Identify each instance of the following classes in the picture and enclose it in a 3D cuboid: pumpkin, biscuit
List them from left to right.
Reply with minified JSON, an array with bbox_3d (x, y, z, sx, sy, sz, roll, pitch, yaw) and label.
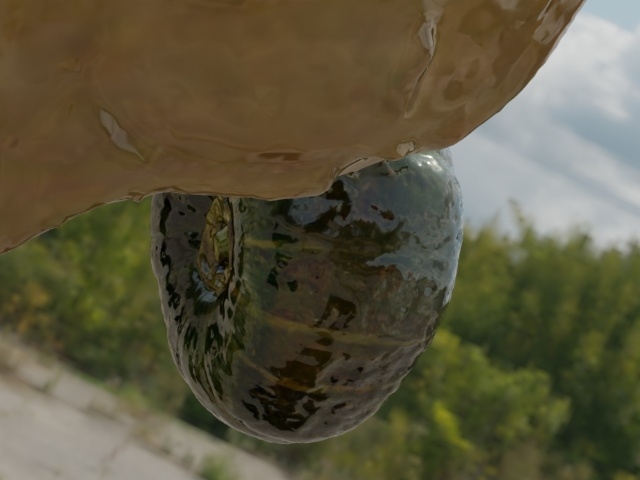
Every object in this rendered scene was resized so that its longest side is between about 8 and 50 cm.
[{"bbox_3d":[-0.023,-0.186,0.559,0.365,0.385,0.062,-15,29,-27],"label":"biscuit"},{"bbox_3d":[0.003,0.000,1.282,0.189,0.260,0.260,0,9,-28],"label":"pumpkin"}]
